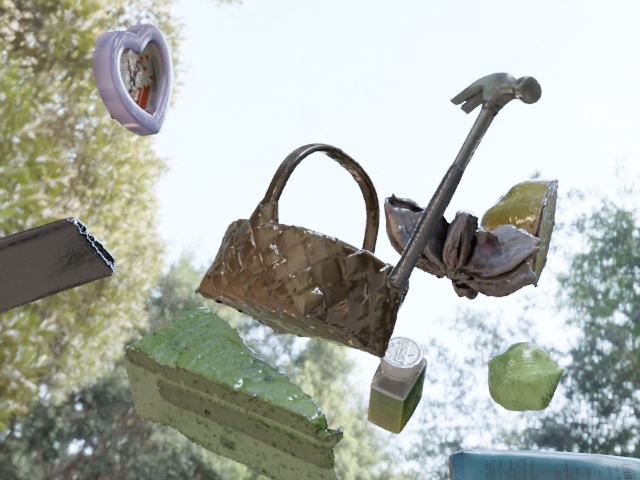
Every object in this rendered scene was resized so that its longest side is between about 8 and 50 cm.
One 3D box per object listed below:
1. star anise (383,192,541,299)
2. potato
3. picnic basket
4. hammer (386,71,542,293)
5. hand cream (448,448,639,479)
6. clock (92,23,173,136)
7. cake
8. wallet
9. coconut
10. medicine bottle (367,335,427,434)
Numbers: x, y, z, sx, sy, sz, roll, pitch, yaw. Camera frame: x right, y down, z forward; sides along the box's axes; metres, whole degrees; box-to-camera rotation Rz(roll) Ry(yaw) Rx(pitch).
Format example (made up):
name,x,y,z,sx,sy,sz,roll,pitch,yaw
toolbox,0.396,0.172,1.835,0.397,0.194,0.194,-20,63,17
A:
name,x,y,z,sx,sy,sz,roll,pitch,yaw
star anise,0.188,0.010,1.105,0.236,0.093,0.229,23,-18,7
potato,0.329,-0.023,1.366,0.117,0.202,0.182,13,-59,20
picnic basket,0.000,0.000,1.341,0.337,0.337,0.293,-20,-35,32
hammer,0.128,-0.059,0.820,0.029,0.246,0.103,30,-2,-28
hand cream,0.239,0.251,0.819,0.224,0.083,0.048,1,-10,-8
clock,-0.300,-0.249,1.284,0.064,0.198,0.172,-1,-69,19
cake,-0.085,0.156,0.721,0.235,0.099,0.100,31,-46,46
wallet,-0.459,0.051,1.116,0.321,0.044,0.170,-19,-30,-1
coconut,0.251,0.166,0.991,0.096,0.088,0.088,-18,-60,22
medicine bottle,0.163,0.295,1.695,0.088,0.132,0.189,22,-44,22
